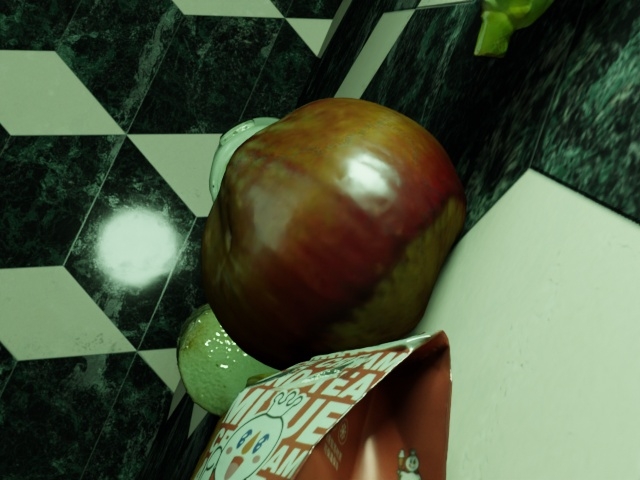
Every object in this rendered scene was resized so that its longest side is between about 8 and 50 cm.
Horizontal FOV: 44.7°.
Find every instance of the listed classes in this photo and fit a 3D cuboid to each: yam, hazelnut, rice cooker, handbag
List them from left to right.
[{"bbox_3d":[-0.139,0.167,1.170,0.268,0.161,0.161,168,126,-81],"label":"yam"},{"bbox_3d":[-0.098,-0.121,1.443,0.244,0.226,0.226,-101,37,-77],"label":"rice cooker"},{"bbox_3d":[-0.005,0.194,0.484,0.298,0.151,0.171,-62,12,-20],"label":"handbag"},{"bbox_3d":[0.000,0.000,0.671,0.251,0.217,0.217,-55,14,27],"label":"hazelnut"}]

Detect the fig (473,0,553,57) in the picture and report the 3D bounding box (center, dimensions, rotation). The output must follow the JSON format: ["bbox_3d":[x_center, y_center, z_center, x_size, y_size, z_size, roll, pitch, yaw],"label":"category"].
[{"bbox_3d":[0.166,-0.315,0.577,0.233,0.233,0.313,-85,0,-61],"label":"fig"}]

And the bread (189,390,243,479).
[{"bbox_3d":[-0.075,0.265,0.686,0.241,0.107,0.136,-66,23,-5],"label":"bread"}]

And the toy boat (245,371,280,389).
[{"bbox_3d":[-0.055,0.193,0.941,0.172,0.065,0.066,137,132,-67],"label":"toy boat"}]
